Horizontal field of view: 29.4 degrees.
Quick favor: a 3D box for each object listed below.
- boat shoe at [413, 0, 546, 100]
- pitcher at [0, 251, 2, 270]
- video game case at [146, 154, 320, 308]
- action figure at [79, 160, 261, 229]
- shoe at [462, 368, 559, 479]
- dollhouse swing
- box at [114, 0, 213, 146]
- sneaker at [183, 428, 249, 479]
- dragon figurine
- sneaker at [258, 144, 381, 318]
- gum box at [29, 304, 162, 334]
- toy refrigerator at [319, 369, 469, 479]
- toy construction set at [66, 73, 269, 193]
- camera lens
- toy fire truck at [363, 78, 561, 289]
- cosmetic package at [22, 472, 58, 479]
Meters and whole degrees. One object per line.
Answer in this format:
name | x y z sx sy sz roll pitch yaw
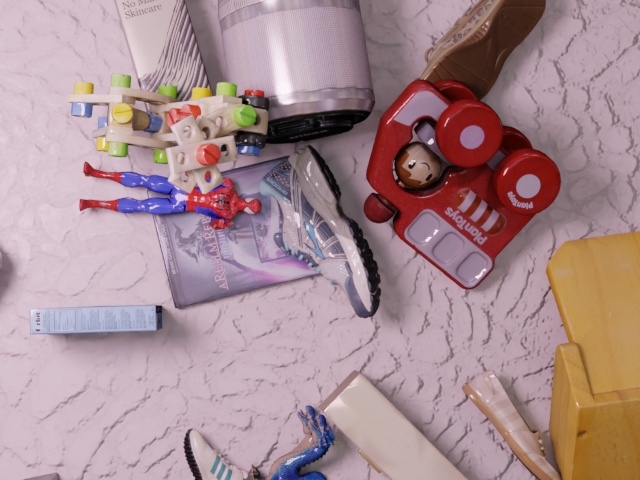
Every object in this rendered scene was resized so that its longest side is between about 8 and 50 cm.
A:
boat shoe | 0.245 -0.306 1.968 0.285 0.089 0.104 -46 117 -3
pitcher | -0.603 0.057 1.868 0.207 0.125 0.178 -46 75 6
video game case | -0.121 -0.018 1.947 0.274 0.026 0.196 -14 88 -6
action figure | -0.228 -0.069 1.866 0.280 0.139 0.092 6 88 -6
shoe | 0.314 0.300 1.934 0.058 0.076 0.219 -39 88 0
dollhouse swing | 0.529 0.198 1.965 0.346 0.305 0.315 -8 129 -5
box | -0.238 -0.275 1.917 0.113 0.094 0.275 -18 89 -3
sneaker | -0.157 0.363 1.914 0.075 0.057 0.161 -22 87 -22
dragon figurine | -0.026 0.407 1.899 0.144 0.085 0.289 -10 86 -4
sneaker | 0.000 0.000 1.906 0.122 0.110 0.283 -27 86 12
gum box | -0.338 0.120 1.857 0.184 0.157 0.041 -1 87 -5
toy refrigerator | 0.121 0.331 1.906 0.269 0.102 0.094 44 85 -1
toy construction set | -0.202 -0.165 1.732 0.215 0.327 0.151 6 102 -37
camera lens | -0.039 -0.296 1.870 0.219 0.219 0.274 -9 88 -5
toy fire truck | 0.203 -0.091 1.892 0.302 0.169 0.254 37 101 -20
cosmetic package | -0.422 0.409 1.793 0.060 0.239 0.099 -11 87 -6
